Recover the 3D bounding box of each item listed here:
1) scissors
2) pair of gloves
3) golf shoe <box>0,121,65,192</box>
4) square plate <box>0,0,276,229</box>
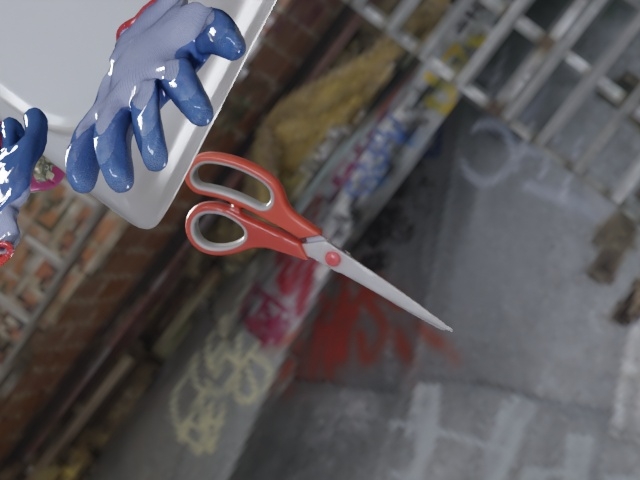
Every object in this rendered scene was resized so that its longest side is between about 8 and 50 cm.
[{"bbox_3d":[0.000,0.000,1.490,0.297,0.109,0.021,19,-157,10],"label":"scissors"},{"bbox_3d":[-0.114,-0.041,0.682,0.023,0.198,0.159,47,-167,-24],"label":"pair of gloves"},{"bbox_3d":[-0.326,-0.121,1.201,0.140,0.115,0.306,4,163,38],"label":"golf shoe"},{"bbox_3d":[-0.165,-0.225,0.847,0.344,0.347,0.049,37,-150,9],"label":"square plate"}]
